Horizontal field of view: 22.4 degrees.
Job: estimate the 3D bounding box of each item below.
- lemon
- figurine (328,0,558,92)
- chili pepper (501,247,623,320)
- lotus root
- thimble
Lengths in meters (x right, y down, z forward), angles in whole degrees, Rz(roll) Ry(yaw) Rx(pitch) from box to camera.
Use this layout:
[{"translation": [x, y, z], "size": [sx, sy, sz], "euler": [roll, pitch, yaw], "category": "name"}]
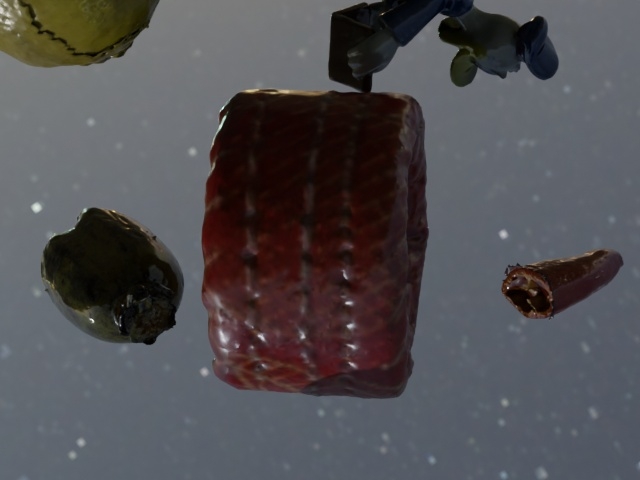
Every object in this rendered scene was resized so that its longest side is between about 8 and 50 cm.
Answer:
[{"translation": [-0.243, -0.263, 1.453], "size": [0.204, 0.260, 0.204], "euler": [-14, -137, 13], "category": "lemon"}, {"translation": [0.130, -0.276, 1.881], "size": [0.283, 0.338, 0.204], "euler": [-55, -173, 8], "category": "figurine"}, {"translation": [0.302, 0.042, 1.918], "size": [0.169, 0.065, 0.088], "euler": [-17, -153, -36], "category": "chili pepper"}, {"translation": [-0.239, 0.054, 1.939], "size": [0.154, 0.154, 0.278], "euler": [-38, -148, -13], "category": "lotus root"}, {"translation": [0.000, 0.000, 1.804], "size": [0.231, 0.350, 0.350], "euler": [3, -151, 9], "category": "thimble"}]
